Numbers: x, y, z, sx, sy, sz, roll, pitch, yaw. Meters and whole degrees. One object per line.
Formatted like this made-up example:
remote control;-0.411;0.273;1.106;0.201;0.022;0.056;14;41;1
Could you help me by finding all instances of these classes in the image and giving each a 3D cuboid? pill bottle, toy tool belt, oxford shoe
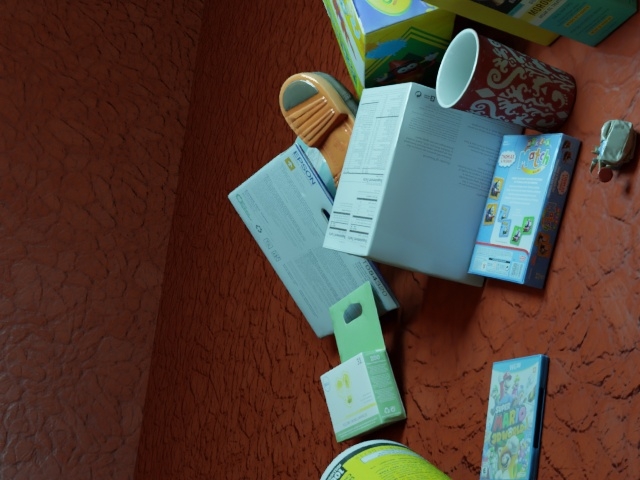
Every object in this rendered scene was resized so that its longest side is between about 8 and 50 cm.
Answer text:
pill bottle;0.127;0.396;1.511;0.334;0.188;0.188;-160;86;-70
toy tool belt;0.370;-0.111;1.454;0.051;0.052;0.083;25;-97;-79
oxford shoe;0.083;-0.142;1.954;0.130;0.133;0.363;-35;86;34

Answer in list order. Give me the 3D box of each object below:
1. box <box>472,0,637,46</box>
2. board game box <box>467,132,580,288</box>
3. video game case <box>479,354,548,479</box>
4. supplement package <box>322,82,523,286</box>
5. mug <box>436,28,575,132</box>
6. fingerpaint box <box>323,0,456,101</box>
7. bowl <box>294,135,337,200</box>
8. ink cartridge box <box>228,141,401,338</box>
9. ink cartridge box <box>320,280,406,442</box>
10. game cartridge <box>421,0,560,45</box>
box;0.292;-0.342;1.523;0.100;0.244;0.060;138;142;-56
board game box;0.286;-0.045;1.624;0.160;0.039;0.211;-168;92;-69
video game case;0.258;0.240;1.531;0.119;0.015;0.166;154;128;-64
supplement package;0.154;-0.085;1.765;0.198;0.199;0.262;-169;94;-70
mug;0.265;-0.233;1.626;0.113;0.169;0.150;130;149;-49
fingerpaint box;0.072;-0.490;1.890;0.371;0.163;0.444;78;172;-78
bowl;0.039;-0.126;2.150;0.311;0.163;0.311;-164;90;-71
ink cartridge box;0.000;0.000;2.016;0.324;0.071;0.330;58;150;-2
ink cartridge box;0.055;0.206;1.917;0.171;0.056;0.235;-39;63;58
game cartridge;0.281;-0.399;1.537;0.324;0.285;0.052;138;141;-55
